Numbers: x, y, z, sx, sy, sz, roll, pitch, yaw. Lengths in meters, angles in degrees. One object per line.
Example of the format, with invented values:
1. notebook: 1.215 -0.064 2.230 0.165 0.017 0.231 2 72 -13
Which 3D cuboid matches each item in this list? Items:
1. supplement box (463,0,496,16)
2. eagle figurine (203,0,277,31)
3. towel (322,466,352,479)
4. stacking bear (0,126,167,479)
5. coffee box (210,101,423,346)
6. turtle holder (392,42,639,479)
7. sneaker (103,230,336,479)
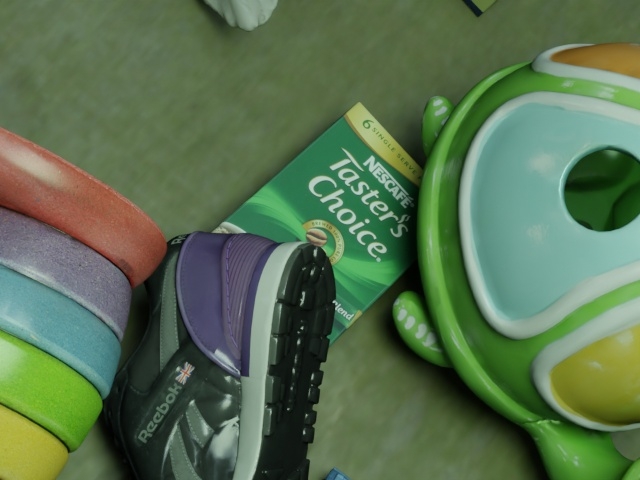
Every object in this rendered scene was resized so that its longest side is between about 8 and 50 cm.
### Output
1. supplement box: 0.125 -0.229 1.285 0.083 0.083 0.056 48 61 0
2. eagle figurine: -0.098 -0.312 1.158 0.298 0.226 0.225 26 24 -29
3. towel: 0.039 0.207 1.113 0.119 0.029 0.067 37 62 -6
4. stacking bear: -0.216 0.097 0.985 0.164 0.175 0.289 24 72 -4
5. coffee box: 0.000 0.000 1.169 0.113 0.040 0.184 48 61 1
6. turtle holder: 0.186 0.022 1.107 0.243 0.227 0.320 34 66 -23
7. sneaker: -0.078 0.135 1.069 0.124 0.107 0.283 8 81 24
